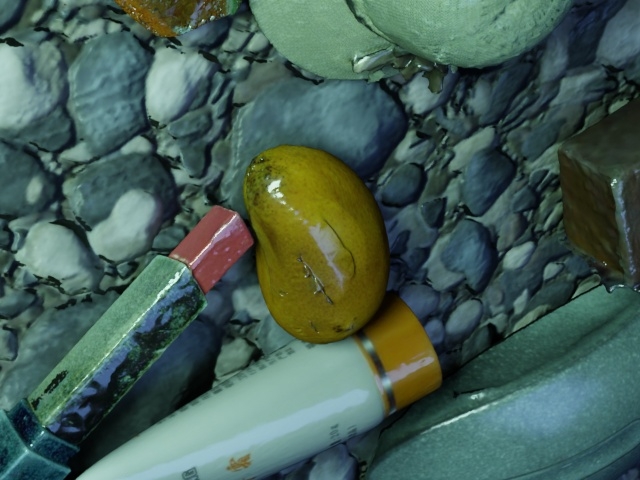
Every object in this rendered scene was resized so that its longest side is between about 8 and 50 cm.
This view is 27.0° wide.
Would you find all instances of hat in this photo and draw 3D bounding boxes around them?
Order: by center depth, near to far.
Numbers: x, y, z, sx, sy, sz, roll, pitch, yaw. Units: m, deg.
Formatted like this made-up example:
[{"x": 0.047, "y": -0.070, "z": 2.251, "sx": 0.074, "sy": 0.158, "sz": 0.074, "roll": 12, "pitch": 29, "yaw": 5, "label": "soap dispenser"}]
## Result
[{"x": 0.089, "y": -0.183, "z": 0.827, "sx": 0.257, "sy": 0.130, "sz": 0.257, "roll": -20, "pitch": 133, "yaw": -23, "label": "hat"}]

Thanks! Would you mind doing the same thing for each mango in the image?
[{"x": 0.003, "y": 0.003, "z": 0.944, "sx": 0.105, "sy": 0.084, "sz": 0.159, "roll": -32, "pitch": 137, "yaw": -20, "label": "mango"}]

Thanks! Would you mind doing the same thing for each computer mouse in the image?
[{"x": 0.215, "y": 0.162, "z": 1.209, "sx": 0.374, "sy": 0.114, "sz": 0.203, "roll": -33, "pitch": 137, "yaw": -10, "label": "computer mouse"}]

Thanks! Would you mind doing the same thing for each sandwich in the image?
[{"x": -0.087, "y": -0.155, "z": 0.792, "sx": 0.101, "sy": 0.026, "sz": 0.069, "roll": 27, "pitch": 103, "yaw": -47, "label": "sandwich"}]

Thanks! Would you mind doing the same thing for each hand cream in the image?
[{"x": -0.062, "y": 0.140, "z": 1.006, "sx": 0.314, "sy": 0.089, "sz": 0.140, "roll": -26, "pitch": 157, "yaw": -10, "label": "hand cream"}]

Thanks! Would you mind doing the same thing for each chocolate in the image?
[{"x": 0.336, "y": -0.092, "z": 1.109, "sx": 0.321, "sy": 0.112, "sz": 0.112, "roll": -32, "pitch": 128, "yaw": -12, "label": "chocolate"}]

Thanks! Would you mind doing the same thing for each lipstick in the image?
[{"x": -0.159, "y": 0.097, "z": 0.924, "sx": 0.312, "sy": 0.051, "sz": 0.051, "roll": -47, "pitch": 136, "yaw": 2, "label": "lipstick"}]
